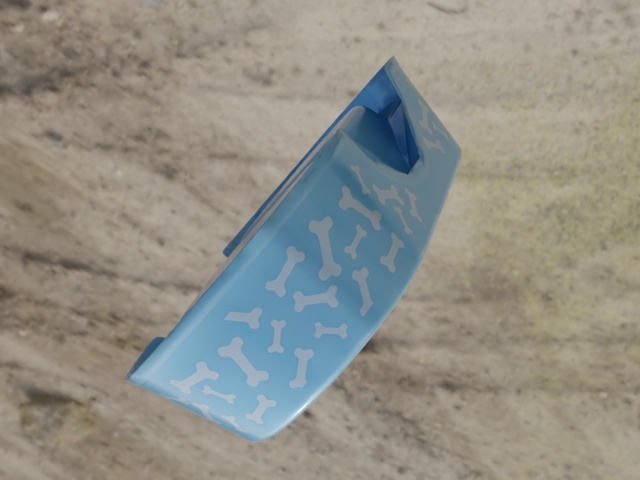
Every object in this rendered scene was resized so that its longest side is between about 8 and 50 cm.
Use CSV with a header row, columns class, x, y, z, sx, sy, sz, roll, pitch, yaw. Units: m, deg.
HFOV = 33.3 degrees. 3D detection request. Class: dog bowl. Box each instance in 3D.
class,x,y,z,sx,sy,sz,roll,pitch,yaw
dog bowl,0.000,0.000,0.595,0.074,0.297,0.166,40,117,-5
